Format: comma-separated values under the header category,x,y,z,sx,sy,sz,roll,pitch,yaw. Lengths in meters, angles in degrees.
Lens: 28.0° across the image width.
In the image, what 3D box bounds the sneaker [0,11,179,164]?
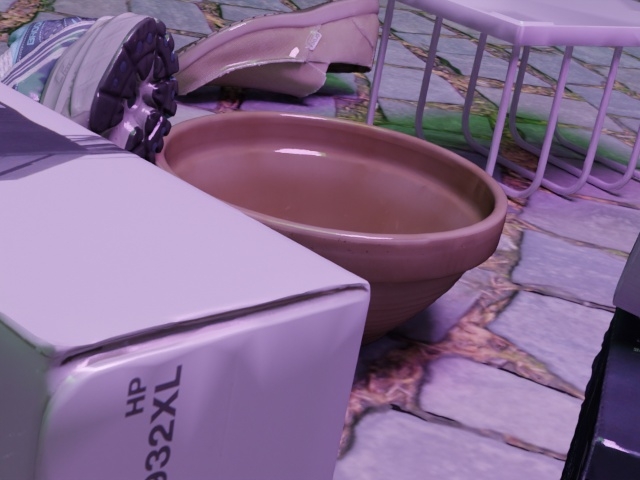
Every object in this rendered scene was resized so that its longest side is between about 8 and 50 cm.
category,x,y,z,sx,sy,sz,roll,pitch,yaw
sneaker,-0.192,-0.022,0.757,0.122,0.110,0.283,11,53,24

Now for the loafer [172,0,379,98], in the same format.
category,x,y,z,sx,sy,sz,roll,pitch,yaw
loafer,-0.041,-0.191,1.346,0.268,0.092,0.102,-21,7,-27

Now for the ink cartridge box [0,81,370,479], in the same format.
category,x,y,z,sx,sy,sz,roll,pitch,yaw
ink cartridge box,-0.147,0.065,0.487,0.129,0.223,0.307,-12,31,-44

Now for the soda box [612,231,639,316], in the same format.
category,x,y,z,sx,sy,sz,roll,pitch,yaw
soda box,0.273,0.036,0.523,0.286,0.091,0.098,26,25,12

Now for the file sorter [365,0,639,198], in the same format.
category,x,y,z,sx,sy,sz,roll,pitch,yaw
file sorter,0.208,-0.146,1.227,0.277,0.173,0.193,-6,26,-36

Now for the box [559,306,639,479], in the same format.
category,x,y,z,sx,sy,sz,roll,pitch,yaw
box,0.146,0.128,0.547,0.093,0.156,0.158,16,23,11

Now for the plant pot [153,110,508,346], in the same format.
category,x,y,z,sx,sy,sz,roll,pitch,yaw
plant pot,0.000,0.000,0.864,0.237,0.110,0.237,8,21,-3
